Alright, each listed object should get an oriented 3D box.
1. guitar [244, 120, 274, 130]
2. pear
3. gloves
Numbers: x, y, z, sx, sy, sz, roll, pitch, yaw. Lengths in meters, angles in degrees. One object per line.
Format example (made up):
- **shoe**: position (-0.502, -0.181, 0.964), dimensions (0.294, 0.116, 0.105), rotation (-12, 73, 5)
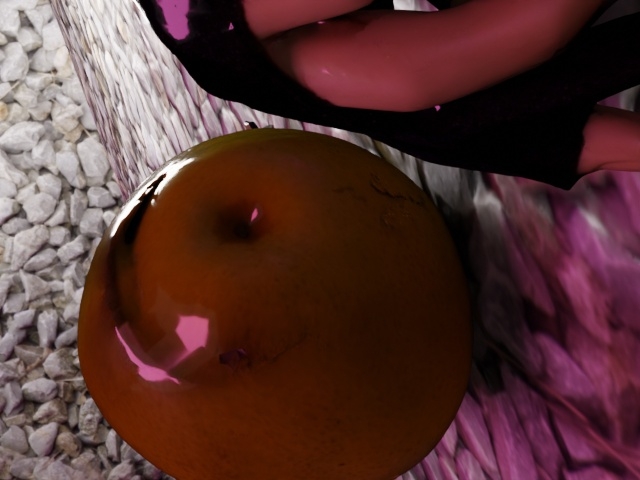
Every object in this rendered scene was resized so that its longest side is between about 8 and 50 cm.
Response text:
- **guitar**: position (0.002, -0.002, 0.915), dimensions (0.271, 0.038, 0.084), rotation (63, 163, 6)
- **pear**: position (-0.023, 0.073, 0.706), dimensions (0.285, 0.285, 0.336), rotation (47, 167, 50)
- **gloves**: position (0.022, -0.117, 0.413), dimensions (0.301, 0.197, 0.152), rotation (24, 118, 8)
